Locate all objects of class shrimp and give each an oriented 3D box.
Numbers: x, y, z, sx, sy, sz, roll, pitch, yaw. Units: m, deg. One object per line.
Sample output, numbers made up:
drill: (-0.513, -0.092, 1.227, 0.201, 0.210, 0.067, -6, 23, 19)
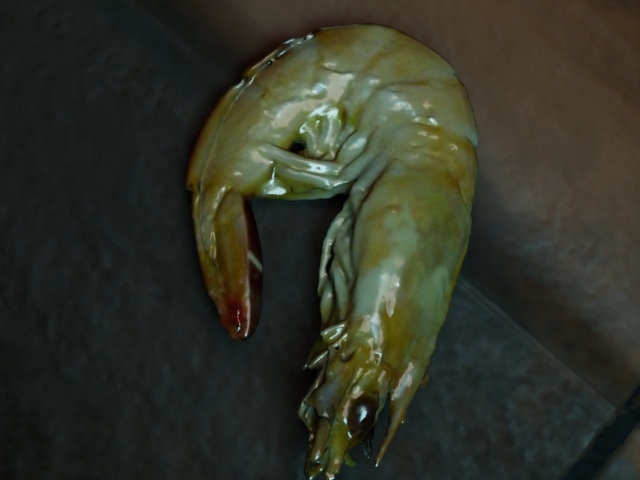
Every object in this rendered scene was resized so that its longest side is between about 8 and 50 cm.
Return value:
shrimp: (0.001, -0.002, 0.784, 0.133, 0.053, 0.236, 14, 63, -7)
